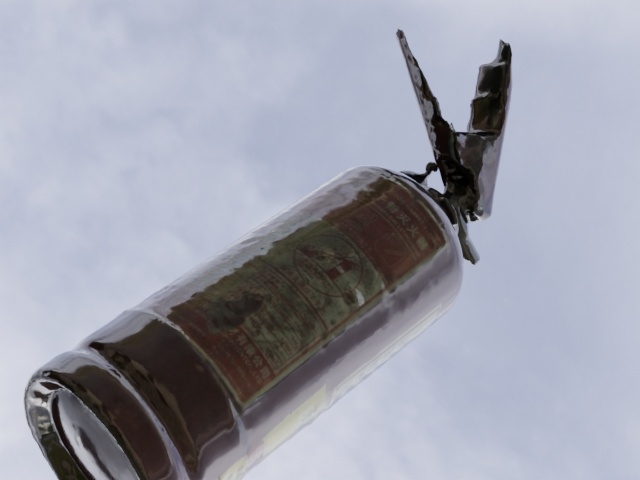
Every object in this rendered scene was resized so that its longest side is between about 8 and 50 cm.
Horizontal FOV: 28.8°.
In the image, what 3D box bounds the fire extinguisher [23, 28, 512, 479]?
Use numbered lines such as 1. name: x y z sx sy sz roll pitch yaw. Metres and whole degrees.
1. fire extinguisher: 0.006 0.005 0.483 0.075 0.106 0.252 30 -130 34
